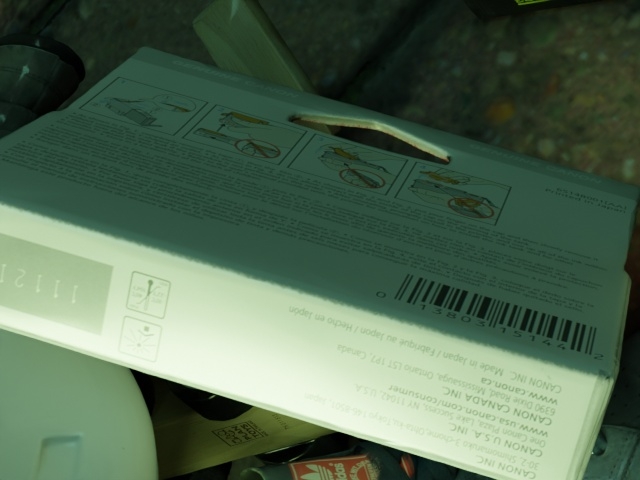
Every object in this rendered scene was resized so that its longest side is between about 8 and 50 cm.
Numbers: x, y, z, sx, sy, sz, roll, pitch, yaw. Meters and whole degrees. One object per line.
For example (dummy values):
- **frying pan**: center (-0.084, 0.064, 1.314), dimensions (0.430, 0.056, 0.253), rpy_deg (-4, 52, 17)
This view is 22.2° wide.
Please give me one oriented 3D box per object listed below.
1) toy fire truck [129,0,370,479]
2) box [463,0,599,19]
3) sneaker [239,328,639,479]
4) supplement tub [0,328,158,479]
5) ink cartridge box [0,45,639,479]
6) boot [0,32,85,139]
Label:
- **toy fire truck**: center (-0.054, 0.002, 0.956), dimensions (0.217, 0.158, 0.246), rpy_deg (-18, 52, 23)
- **box**: center (0.175, -0.235, 0.969), dimensions (0.184, 0.045, 0.191), rpy_deg (-7, 69, 28)
- **sneaker**: center (0.052, 0.137, 0.812), dimensions (0.350, 0.148, 0.131), rpy_deg (-42, 21, 8)
- **supplement tub**: center (-0.212, 0.183, 0.837), dimensions (0.228, 0.316, 0.228), rpy_deg (8, 48, -9)
- **ink cartridge box**: center (0.000, 0.000, 0.787), dimensions (0.296, 0.261, 0.066), rpy_deg (16, 111, 9)
- **boot**: center (-0.197, -0.035, 0.979), dimensions (0.338, 0.118, 0.223), rpy_deg (-10, 52, 50)
